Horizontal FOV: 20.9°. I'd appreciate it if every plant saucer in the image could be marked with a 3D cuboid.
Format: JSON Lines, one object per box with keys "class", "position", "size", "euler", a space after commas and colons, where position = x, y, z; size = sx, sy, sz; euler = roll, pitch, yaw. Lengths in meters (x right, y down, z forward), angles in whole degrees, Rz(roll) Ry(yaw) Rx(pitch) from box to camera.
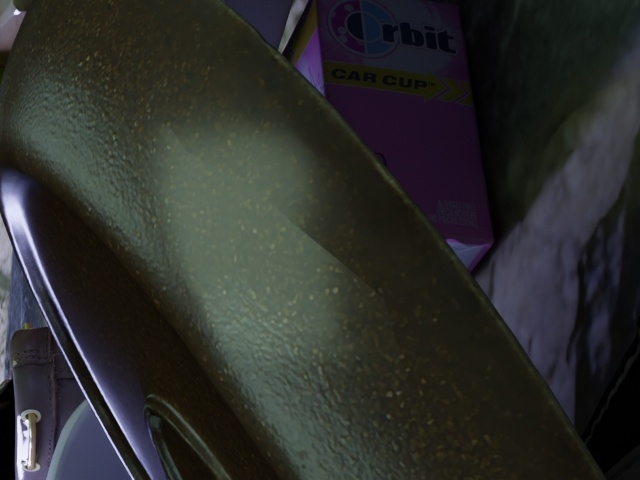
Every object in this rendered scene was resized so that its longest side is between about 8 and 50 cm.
{"class": "plant saucer", "position": [-0.006, 0.068, 0.462], "size": [0.311, 0.050, 0.311], "euler": [51, 162, 24]}

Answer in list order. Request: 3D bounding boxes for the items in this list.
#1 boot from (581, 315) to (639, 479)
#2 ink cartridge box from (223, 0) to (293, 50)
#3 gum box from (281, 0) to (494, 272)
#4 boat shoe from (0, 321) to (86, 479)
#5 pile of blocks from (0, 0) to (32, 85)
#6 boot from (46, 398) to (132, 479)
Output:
{"class": "boot", "position": [0.113, -0.035, 0.370], "size": [0.236, 0.085, 0.179], "euler": [119, 154, -50]}
{"class": "ink cartridge box", "position": [-0.067, -0.212, 0.716], "size": [0.296, 0.066, 0.261], "euler": [-114, 34, -43]}
{"class": "gum box", "position": [0.000, 0.000, 0.701], "size": [0.188, 0.062, 0.107], "euler": [122, 149, -53]}
{"class": "boat shoe", "position": [-0.184, 0.132, 1.146], "size": [0.324, 0.096, 0.117], "euler": [131, 140, -59]}
{"class": "pile of blocks", "position": [-0.153, -0.109, 0.686], "size": [0.362, 0.112, 0.149], "euler": [-141, 54, -61]}
{"class": "boot", "position": [-0.124, 0.212, 0.948], "size": [0.123, 0.095, 0.258], "euler": [-24, 63, 61]}
